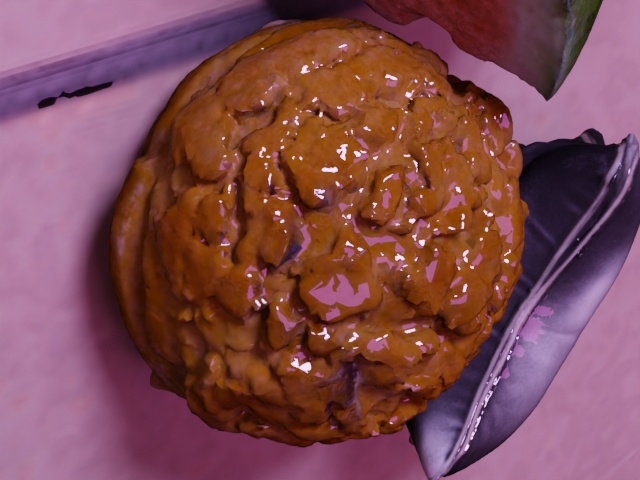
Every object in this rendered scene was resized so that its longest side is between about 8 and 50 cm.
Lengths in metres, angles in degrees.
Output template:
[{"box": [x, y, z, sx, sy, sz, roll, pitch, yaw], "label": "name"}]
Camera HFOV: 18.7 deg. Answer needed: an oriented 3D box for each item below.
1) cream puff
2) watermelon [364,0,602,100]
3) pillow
[{"box": [0.004, 0.001, 0.604, 0.126, 0.103, 0.144, -13, 120, -34], "label": "cream puff"}, {"box": [0.034, -0.172, 0.549, 0.146, 0.128, 0.231, -53, 133, -27], "label": "watermelon"}, {"box": [0.069, 0.021, 0.679, 0.055, 0.091, 0.136, 24, 95, -32], "label": "pillow"}]
